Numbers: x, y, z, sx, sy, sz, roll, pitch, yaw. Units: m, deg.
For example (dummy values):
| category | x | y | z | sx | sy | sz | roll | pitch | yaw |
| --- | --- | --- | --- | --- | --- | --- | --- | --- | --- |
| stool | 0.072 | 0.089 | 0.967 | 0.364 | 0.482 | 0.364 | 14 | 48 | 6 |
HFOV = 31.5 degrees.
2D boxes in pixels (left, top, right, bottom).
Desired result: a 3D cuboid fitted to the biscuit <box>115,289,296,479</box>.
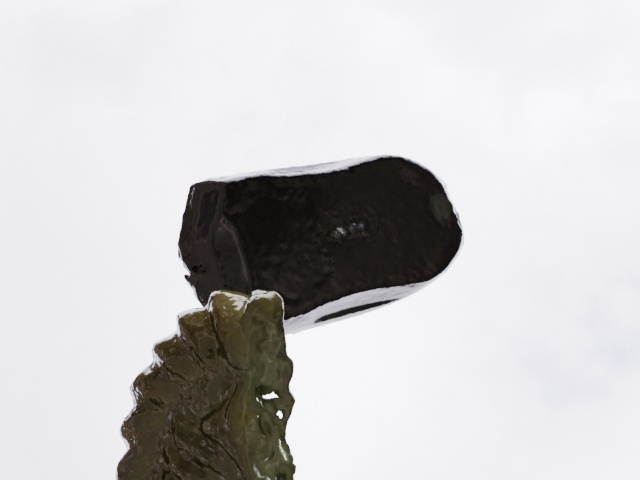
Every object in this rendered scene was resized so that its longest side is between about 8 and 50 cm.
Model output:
| category | x | y | z | sx | sy | sz | roll | pitch | yaw |
| --- | --- | --- | --- | --- | --- | --- | --- | --- | --- |
| biscuit | -0.068 | 0.173 | 0.669 | 0.187 | 0.036 | 0.273 | -21 | -103 | 47 |

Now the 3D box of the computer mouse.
| category | x | y | z | sx | sy | sz | roll | pitch | yaw |
| --- | --- | --- | --- | --- | --- | --- | --- | --- | --- |
| computer mouse | 0.000 | 0.000 | 0.819 | 0.217 | 0.073 | 0.122 | -11 | -100 | -29 |
